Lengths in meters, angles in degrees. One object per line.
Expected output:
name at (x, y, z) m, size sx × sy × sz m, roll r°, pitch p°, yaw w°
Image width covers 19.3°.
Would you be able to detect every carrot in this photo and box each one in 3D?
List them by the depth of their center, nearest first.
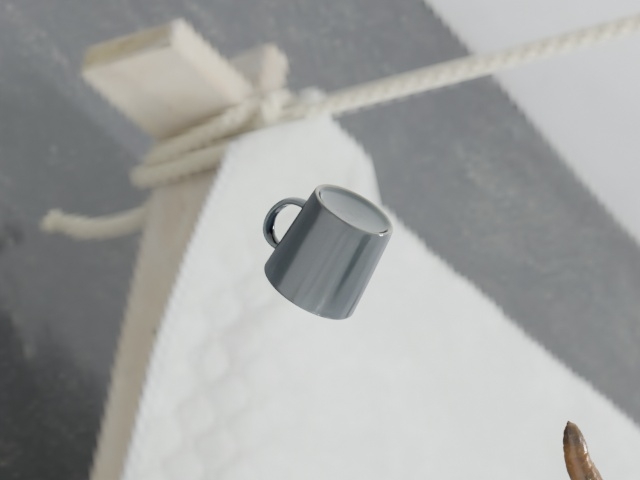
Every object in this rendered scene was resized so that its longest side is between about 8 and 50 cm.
carrot at (0.251, 0.242, 1.709) m, size 0.035 × 0.035 × 0.165 m, roll -26°, pitch 101°, yaw -56°

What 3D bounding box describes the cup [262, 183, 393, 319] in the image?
cup at (0.000, 0.000, 1.426) m, size 0.100 × 0.077 × 0.078 m, roll 39°, pitch 24°, yaw 23°
